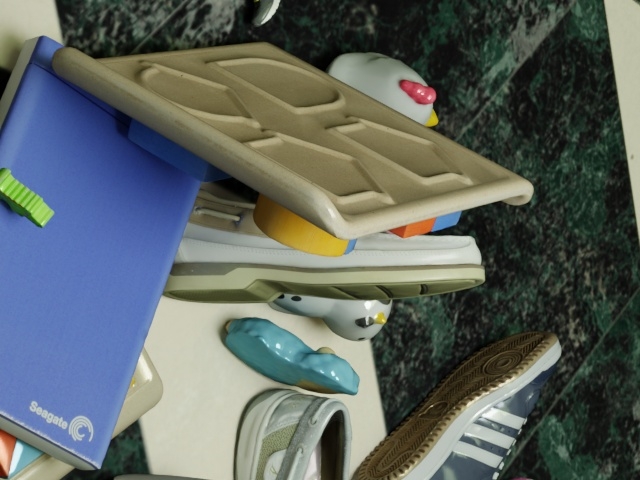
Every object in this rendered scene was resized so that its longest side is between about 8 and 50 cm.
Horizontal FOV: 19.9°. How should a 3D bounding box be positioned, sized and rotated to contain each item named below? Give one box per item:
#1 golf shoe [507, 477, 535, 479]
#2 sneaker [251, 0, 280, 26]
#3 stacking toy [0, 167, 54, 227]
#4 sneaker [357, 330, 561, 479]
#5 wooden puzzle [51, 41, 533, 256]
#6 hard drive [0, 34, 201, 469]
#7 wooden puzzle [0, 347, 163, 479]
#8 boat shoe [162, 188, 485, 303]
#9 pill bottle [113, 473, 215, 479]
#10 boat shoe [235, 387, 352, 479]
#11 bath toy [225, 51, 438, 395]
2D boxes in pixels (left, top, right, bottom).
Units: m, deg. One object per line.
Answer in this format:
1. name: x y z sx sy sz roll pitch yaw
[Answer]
1. golf shoe: 0.248 0.393 2.031 0.140 0.115 0.306 -27 116 -48
2. sneaker: -0.057 -0.248 1.784 0.035 0.031 0.083 25 71 -25
3. stacking toy: -0.348 -0.033 1.465 0.221 0.052 0.167 38 65 -5
4. sneaker: 0.174 0.228 1.951 0.282 0.099 0.153 -39 111 -25
5. wooden puzzle: -0.024 -0.079 1.608 0.348 0.322 0.080 -8 124 -56
6. hard drive: -0.225 0.011 1.590 0.210 0.040 0.318 35 62 -36
7. wooden puzzle: -0.257 0.104 1.611 0.221 0.044 0.238 -37 115 -34
8. boat shoe: 0.000 0.000 1.681 0.113 0.302 0.103 53 38 -75
9. pill bottle: -0.140 0.367 1.641 0.169 0.169 0.301 8 86 -41
10. boat shoe: -0.022 0.308 1.783 0.118 0.103 0.320 6 88 -41
11. bath toy: 0.035 -0.024 1.804 0.151 0.129 0.348 30 72 -37
